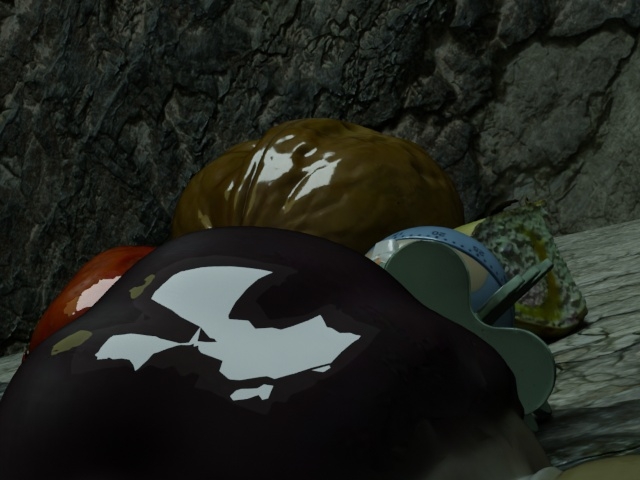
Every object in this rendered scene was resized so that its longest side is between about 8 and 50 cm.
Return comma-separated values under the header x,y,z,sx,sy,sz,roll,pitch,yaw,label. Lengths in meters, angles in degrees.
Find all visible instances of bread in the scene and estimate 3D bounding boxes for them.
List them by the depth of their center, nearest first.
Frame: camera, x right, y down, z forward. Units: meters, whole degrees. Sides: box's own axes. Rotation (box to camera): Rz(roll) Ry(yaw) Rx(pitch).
x,y,z,sx,sy,sz,roll,pitch,yaw,label
0.198,0.047,1.389,0.156,0.158,0.260,-26,-6,42,bread

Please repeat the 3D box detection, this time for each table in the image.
x,y,z,sx,sy,sz,roll,pitch,yaw,label
0.097,0.077,0.890,0.166,0.167,0.198,-13,-1,18,table

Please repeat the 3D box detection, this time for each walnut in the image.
x,y,z,sx,sy,sz,roll,pitch,yaw,label
0.000,0.000,1.561,0.354,0.308,0.398,-13,2,26,walnut

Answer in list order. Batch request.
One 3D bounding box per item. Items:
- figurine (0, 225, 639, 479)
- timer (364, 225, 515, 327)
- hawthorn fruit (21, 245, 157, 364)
x,y,z,sx,sy,sz,roll,pitch,yaw,label
0.056,0.118,0.412,0.364,0.206,0.218,14,39,27,figurine
0.075,0.074,1.110,0.175,0.175,0.255,-13,3,33,timer
-0.191,0.122,1.191,0.211,0.211,0.299,-12,12,41,hawthorn fruit
